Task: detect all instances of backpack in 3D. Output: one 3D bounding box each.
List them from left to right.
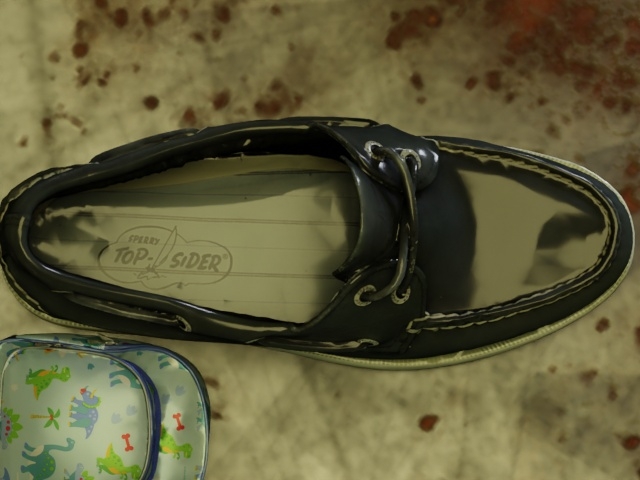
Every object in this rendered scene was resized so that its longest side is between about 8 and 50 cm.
[{"bbox_3d":[-0.113,0.099,0.908,0.114,0.084,0.105,1,84,-4],"label":"backpack"}]

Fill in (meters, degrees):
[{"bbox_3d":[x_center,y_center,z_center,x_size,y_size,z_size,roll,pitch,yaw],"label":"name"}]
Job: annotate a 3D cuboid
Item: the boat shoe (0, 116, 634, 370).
[{"bbox_3d":[0.000,-0.004,0.911,0.340,0.113,0.127,5,81,-1],"label":"boat shoe"}]
